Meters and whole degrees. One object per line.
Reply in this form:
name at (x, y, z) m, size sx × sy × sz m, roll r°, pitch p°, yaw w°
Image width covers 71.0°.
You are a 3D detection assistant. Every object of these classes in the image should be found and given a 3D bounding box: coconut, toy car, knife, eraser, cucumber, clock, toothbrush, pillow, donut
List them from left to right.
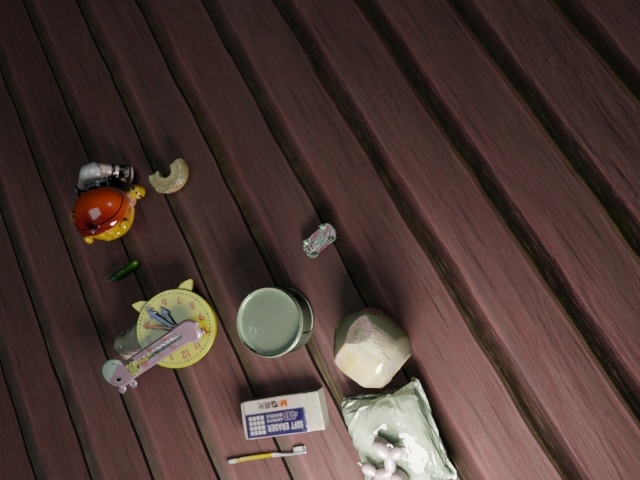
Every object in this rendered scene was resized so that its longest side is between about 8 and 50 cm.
cucumber at (-0.769, 0.121, 1.754) m, size 0.155 × 0.037 × 0.037 m, roll -32°, pitch 75°, yaw 9°
knife at (-0.578, 0.390, 1.544) m, size 0.398 × 0.038 × 0.132 m, roll -33°, pitch 97°, yaw 6°
donut at (-0.573, -0.234, 1.725) m, size 0.165 × 0.065 × 0.108 m, roll -24°, pitch 77°, yaw 12°
clock at (-0.513, 0.307, 1.591) m, size 0.277 × 0.071 × 0.294 m, roll -30°, pitch 89°, yaw -6°
toothbrush at (-0.182, 0.720, 1.507) m, size 0.287 × 0.021 × 0.024 m, roll -15°, pitch 68°, yaw 14°
eraser at (-0.117, 0.568, 1.474) m, size 0.278 × 0.081 × 0.124 m, roll -14°, pitch 79°, yaw 15°
toy car at (0.000, 0.000, 1.528) m, size 0.142 × 0.055 × 0.069 m, roll -43°, pitch 72°, yaw 22°
coconut at (0.147, 0.315, 1.357) m, size 0.230 × 0.227 × 0.227 m, roll 39°, pitch 95°, yaw 18°
pillow at (0.219, 0.588, 1.342) m, size 0.283 × 0.138 × 0.310 m, roll -23°, pitch 80°, yaw 14°

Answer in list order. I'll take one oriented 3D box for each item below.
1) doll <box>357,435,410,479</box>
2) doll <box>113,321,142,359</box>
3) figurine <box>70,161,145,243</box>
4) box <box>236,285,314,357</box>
doll at (0.183, 0.633, 1.257) m, size 0.160 × 0.059 × 0.160 m, roll -27°, pitch 84°, yaw 26°
doll at (-0.682, 0.366, 1.666) m, size 0.191 × 0.095 × 0.149 m, roll -26°, pitch 74°, yaw 15°
figurine at (-0.835, -0.136, 1.723) m, size 0.319 × 0.196 × 0.323 m, roll -22°, pitch 67°, yaw 7°
box at (-0.146, 0.267, 1.488) m, size 0.225 × 0.149 × 0.227 m, roll -2°, pitch 83°, yaw 16°
